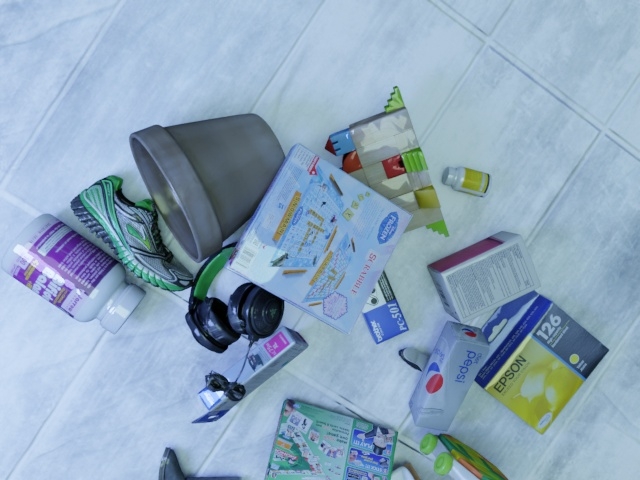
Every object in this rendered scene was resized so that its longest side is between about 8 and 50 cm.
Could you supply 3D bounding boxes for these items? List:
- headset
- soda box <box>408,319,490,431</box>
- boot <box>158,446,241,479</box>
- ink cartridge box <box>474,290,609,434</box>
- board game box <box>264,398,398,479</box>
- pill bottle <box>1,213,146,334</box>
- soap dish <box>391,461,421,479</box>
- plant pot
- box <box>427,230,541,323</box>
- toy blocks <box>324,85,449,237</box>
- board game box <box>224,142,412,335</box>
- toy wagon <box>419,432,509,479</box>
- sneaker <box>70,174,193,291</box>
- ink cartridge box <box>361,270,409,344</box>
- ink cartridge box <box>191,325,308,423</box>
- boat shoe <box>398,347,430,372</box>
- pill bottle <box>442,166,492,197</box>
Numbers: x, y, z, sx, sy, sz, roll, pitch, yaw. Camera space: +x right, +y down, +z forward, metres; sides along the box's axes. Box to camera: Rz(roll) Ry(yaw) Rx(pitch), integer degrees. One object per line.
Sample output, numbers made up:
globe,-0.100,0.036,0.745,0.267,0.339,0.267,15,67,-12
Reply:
headset,-0.211,0.172,1.427,0.243,0.185,0.394,-22,56,21
soda box,0.326,0.352,1.593,0.098,0.091,0.286,14,115,-12
boot,-0.310,0.623,1.603,0.209,0.076,0.189,5,110,-1
ink cartridge box,0.575,0.317,1.680,0.307,0.072,0.303,38,91,-11
board game box,0.032,0.557,1.596,0.317,0.046,0.213,19,60,-8
pill bottle,-0.573,0.087,1.463,0.301,0.169,0.169,37,91,-9
soap dish,0.176,0.757,1.607,0.291,0.229,0.118,-34,128,-2
plant pot,-0.238,-0.151,1.432,0.280,0.323,0.323,-29,99,-20
box,0.420,0.091,1.605,0.232,0.127,0.148,-24,99,-4
toy blocks,0.132,-0.151,1.533,0.261,0.190,0.381,-19,108,8
board game box,0.000,0.000,1.391,0.318,0.066,0.318,31,82,-15
toy wagon,0.401,0.603,1.549,0.267,0.344,0.068,32,90,-9
sneaker,-0.430,-0.012,1.487,0.146,0.134,0.343,-44,99,-1
ink cartridge box,0.147,0.158,1.620,0.097,0.046,0.207,-24,99,-3
ink cartridge box,-0.179,0.333,1.529,0.311,0.186,0.065,-41,75,-2
boat shoe,0.262,0.326,1.657,0.125,0.038,0.046,32,67,-20
pill bottle,0.378,-0.155,1.603,0.116,0.065,0.065,13,95,-9
